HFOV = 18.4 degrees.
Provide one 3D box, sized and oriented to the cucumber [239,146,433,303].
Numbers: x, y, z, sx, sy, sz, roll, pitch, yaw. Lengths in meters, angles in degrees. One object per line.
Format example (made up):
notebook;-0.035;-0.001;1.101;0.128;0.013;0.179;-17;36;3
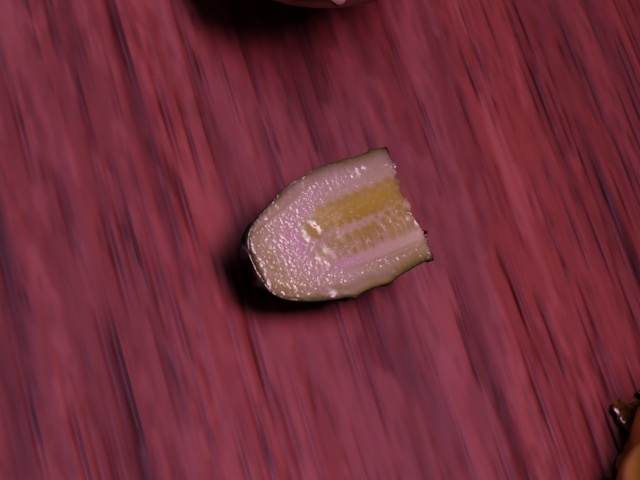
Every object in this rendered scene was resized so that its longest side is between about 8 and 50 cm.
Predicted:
cucumber;0.000;0.000;0.962;0.107;0.035;0.067;-20;85;-39

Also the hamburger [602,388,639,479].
hamburger;0.270;0.130;1.000;0.237;0.149;0.237;20;49;-25

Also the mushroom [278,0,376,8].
mushroom;0.005;-0.195;1.057;0.236;0.173;0.162;12;89;13
